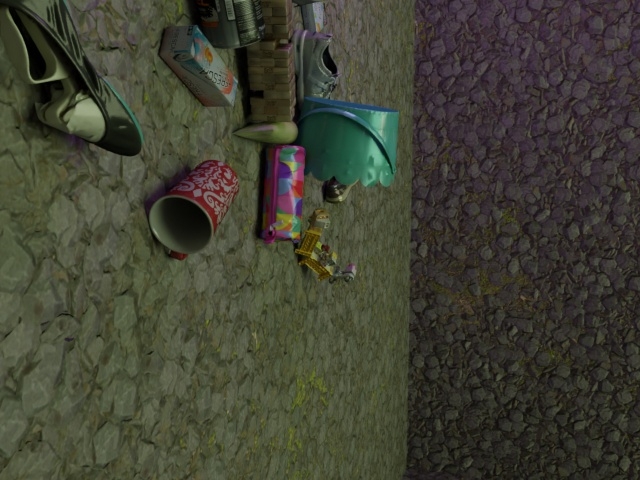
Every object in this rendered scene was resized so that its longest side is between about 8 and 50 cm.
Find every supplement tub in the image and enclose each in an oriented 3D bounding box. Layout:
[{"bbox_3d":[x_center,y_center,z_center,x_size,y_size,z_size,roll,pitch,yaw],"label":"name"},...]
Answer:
[{"bbox_3d":[-0.171,-0.457,1.213,0.117,0.117,0.190,-61,148,-53],"label":"supplement tub"}]

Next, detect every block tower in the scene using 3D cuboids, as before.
[{"bbox_3d":[-0.106,-0.424,1.399,0.091,0.097,0.335,-80,171,-63],"label":"block tower"}]

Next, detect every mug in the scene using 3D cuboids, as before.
[{"bbox_3d":[-0.226,-0.058,1.178,0.113,0.150,0.169,46,31,-15],"label":"mug"}]

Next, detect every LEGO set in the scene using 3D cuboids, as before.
[{"bbox_3d":[0.000,0.000,1.813,0.287,0.132,0.107,66,23,-43],"label":"LEGO set"}]

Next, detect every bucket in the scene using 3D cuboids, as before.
[{"bbox_3d":[0.063,-0.250,1.664,0.281,0.281,0.182,-33,133,-68],"label":"bucket"}]

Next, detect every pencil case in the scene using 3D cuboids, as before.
[{"bbox_3d":[-0.088,-0.106,1.557,0.104,0.105,0.236,14,79,-72],"label":"pencil case"}]

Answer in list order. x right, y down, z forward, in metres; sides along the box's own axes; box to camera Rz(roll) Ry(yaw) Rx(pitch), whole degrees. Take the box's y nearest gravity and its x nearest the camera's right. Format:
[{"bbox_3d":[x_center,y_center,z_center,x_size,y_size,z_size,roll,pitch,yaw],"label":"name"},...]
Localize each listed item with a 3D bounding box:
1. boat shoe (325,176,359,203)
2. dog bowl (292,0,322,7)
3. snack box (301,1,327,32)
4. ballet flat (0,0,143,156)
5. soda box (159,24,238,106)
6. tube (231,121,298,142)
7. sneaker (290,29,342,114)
[{"bbox_3d":[0.071,-0.202,2.050,0.223,0.080,0.073,-62,155,-44],"label":"boat shoe"},{"bbox_3d":[-0.033,-0.692,1.474,0.349,0.102,0.348,-32,130,-50],"label":"dog bowl"},{"bbox_3d":[-0.020,-0.632,1.772,0.100,0.037,0.141,-61,148,-50],"label":"snack box"},{"bbox_3d":[-0.328,-0.202,0.839,0.096,0.095,0.280,-58,137,-38],"label":"ballet flat"},{"bbox_3d":[-0.213,-0.307,1.193,0.183,0.063,0.058,46,49,-66],"label":"soda box"},{"bbox_3d":[-0.110,-0.244,1.489,0.070,0.062,0.240,-46,176,17],"label":"tube"},{"bbox_3d":[0.000,-0.409,1.740,0.105,0.115,0.281,-69,154,-44],"label":"sneaker"}]
